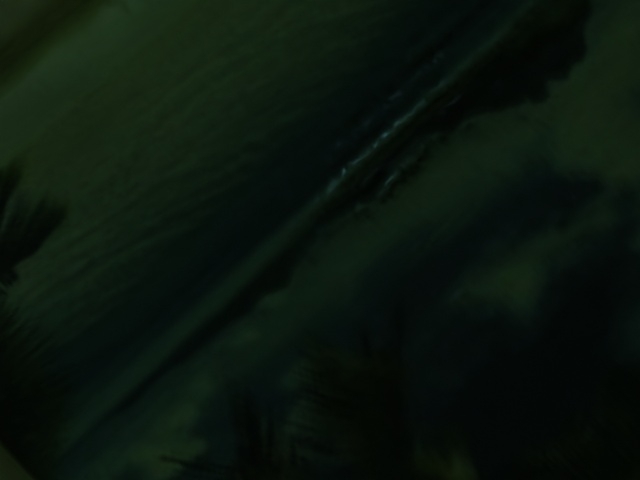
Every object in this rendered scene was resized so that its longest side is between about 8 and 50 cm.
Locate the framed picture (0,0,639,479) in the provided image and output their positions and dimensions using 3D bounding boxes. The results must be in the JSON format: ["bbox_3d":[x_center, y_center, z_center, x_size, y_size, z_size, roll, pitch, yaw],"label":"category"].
[{"bbox_3d":[0.059,-0.026,0.419,0.315,0.232,0.024,-43,-20,-18],"label":"framed picture"}]
